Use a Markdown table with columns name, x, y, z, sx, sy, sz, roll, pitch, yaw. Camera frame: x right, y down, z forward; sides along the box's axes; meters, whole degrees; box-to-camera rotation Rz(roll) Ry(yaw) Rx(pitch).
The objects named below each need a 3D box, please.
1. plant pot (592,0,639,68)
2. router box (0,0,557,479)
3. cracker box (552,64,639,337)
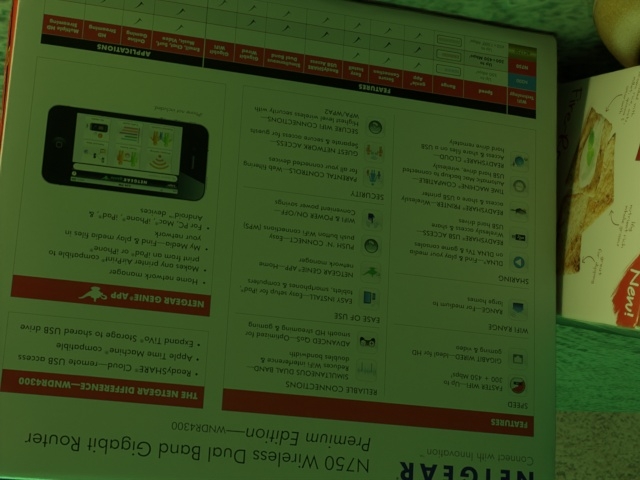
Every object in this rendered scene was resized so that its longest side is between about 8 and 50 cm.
| name | x | y | z | sx | sy | sz | roll | pitch | yaw |
| --- | --- | --- | --- | --- | --- | --- | --- | --- | --- |
| plant pot | 0.278 | -0.122 | 0.753 | 0.236 | 0.032 | 0.236 | 3 | 165 | 1 |
| router box | -0.028 | 0.004 | 0.771 | 0.335 | 0.301 | 0.082 | 8 | 165 | -15 |
| cracker box | 0.183 | -0.022 | 0.805 | 0.067 | 0.156 | 0.232 | 15 | 177 | -15 |
